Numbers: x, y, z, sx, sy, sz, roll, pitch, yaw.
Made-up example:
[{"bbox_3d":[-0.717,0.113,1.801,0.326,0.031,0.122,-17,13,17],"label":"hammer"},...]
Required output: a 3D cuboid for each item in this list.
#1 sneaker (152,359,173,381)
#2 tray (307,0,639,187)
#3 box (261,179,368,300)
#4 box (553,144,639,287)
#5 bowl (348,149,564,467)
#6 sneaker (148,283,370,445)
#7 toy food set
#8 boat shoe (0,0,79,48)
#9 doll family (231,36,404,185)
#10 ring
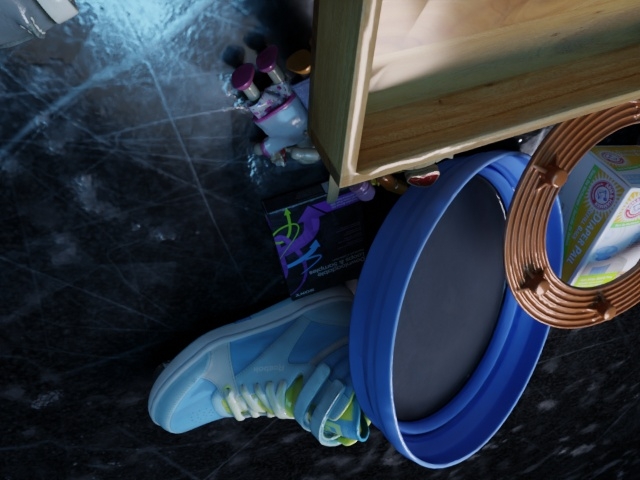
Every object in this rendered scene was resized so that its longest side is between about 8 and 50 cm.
[{"bbox_3d":[-0.191,0.182,0.814,0.083,0.031,0.035,-19,135,-7],"label":"sneaker"},{"bbox_3d":[0.193,-0.185,0.445,0.410,0.076,0.203,-19,147,-17],"label":"tray"},{"bbox_3d":[0.000,0.000,0.736,0.115,0.029,0.162,-19,136,-7],"label":"box"},{"bbox_3d":[0.400,-0.026,0.838,0.114,0.103,0.203,-3,131,-22],"label":"box"},{"bbox_3d":[0.181,0.081,0.730,0.391,0.077,0.392,-16,113,-42],"label":"bowl"},{"bbox_3d":[-0.055,0.199,0.746,0.318,0.208,0.127,-29,138,-7],"label":"sneaker"},{"bbox_3d":[0.066,-0.067,0.578,0.122,0.019,0.078,-7,146,-10],"label":"toy food set"},{"bbox_3d":[-0.279,-0.242,0.332,0.099,0.116,0.319,-32,140,1],"label":"boat shoe"},{"bbox_3d":[0.051,-0.138,0.569,0.262,0.118,0.163,-33,135,7],"label":"doll family"},{"bbox_3d":[0.370,-0.034,0.713,0.336,0.032,0.337,-10,118,-18],"label":"ring"}]
